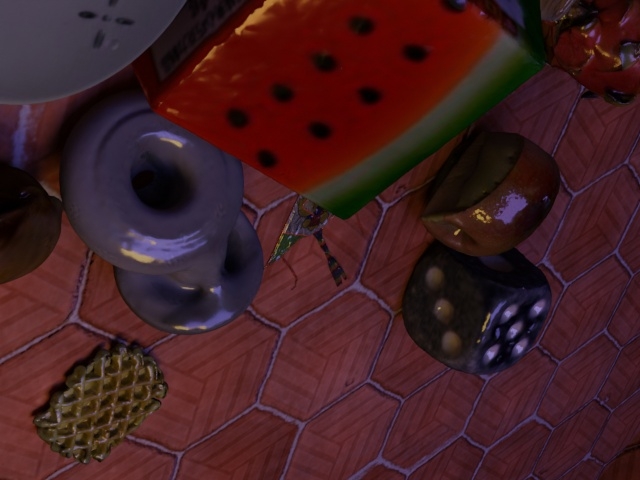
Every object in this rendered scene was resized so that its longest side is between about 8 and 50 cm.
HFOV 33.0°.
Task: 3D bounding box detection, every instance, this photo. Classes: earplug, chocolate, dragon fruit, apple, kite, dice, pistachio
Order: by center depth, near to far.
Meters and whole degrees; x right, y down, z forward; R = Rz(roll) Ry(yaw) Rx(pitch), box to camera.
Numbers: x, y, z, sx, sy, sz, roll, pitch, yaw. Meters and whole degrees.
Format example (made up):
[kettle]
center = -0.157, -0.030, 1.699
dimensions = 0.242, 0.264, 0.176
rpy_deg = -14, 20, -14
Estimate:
[pistachio]
center = -0.371, -0.010, 1.127
dimensions = 0.210, 0.130, 0.165
rpy_deg = -23, 176, -30
[chocolate]
center = 0.018, -0.211, 1.158
dimensions = 0.360, 0.161, 0.341
rpy_deg = -38, 134, 27
[earplug]
center = -0.184, -0.025, 1.276
dimensions = 0.214, 0.175, 0.325
rpy_deg = -38, 133, -23
[kite]
center = 0.000, 0.000, 1.600
dimensions = 0.198, 0.006, 0.244
rpy_deg = -37, 142, -16
[dragon fruit]
center = 0.447, -0.311, 1.609
dimensions = 0.227, 0.224, 0.224
rpy_deg = -22, 136, -23
[apple]
center = 0.267, -0.067, 1.674
dimensions = 0.188, 0.174, 0.207
rpy_deg = -64, -171, -11
[dice]
center = 0.261, 0.106, 1.810
dimensions = 0.181, 0.182, 0.183
rpy_deg = -3, 122, -42

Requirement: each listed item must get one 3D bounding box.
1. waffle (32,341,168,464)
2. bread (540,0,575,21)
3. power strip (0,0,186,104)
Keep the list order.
[waffle]
center = -0.296, 0.222, 1.472
dimensions = 0.183, 0.036, 0.169
rpy_deg = -43, 140, -11
[bread]
center = 0.307, -0.411, 1.469
dimensions = 0.209, 0.110, 0.192
rpy_deg = -57, 149, 11
[power strip]
center = -0.266, -0.295, 0.916
dimensions = 0.357, 0.161, 0.357
rpy_deg = -34, 148, -25
